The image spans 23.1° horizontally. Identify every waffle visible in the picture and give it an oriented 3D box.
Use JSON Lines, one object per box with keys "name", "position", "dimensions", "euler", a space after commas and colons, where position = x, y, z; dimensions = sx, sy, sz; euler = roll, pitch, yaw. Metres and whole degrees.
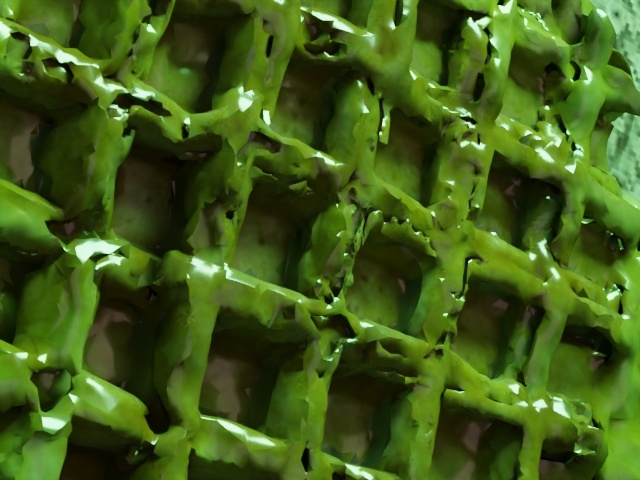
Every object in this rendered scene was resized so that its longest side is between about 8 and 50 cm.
{"name": "waffle", "position": [-0.001, 0.000, 0.402], "dimensions": [0.245, 0.052, 0.254], "euler": [-36, 106, -34]}
